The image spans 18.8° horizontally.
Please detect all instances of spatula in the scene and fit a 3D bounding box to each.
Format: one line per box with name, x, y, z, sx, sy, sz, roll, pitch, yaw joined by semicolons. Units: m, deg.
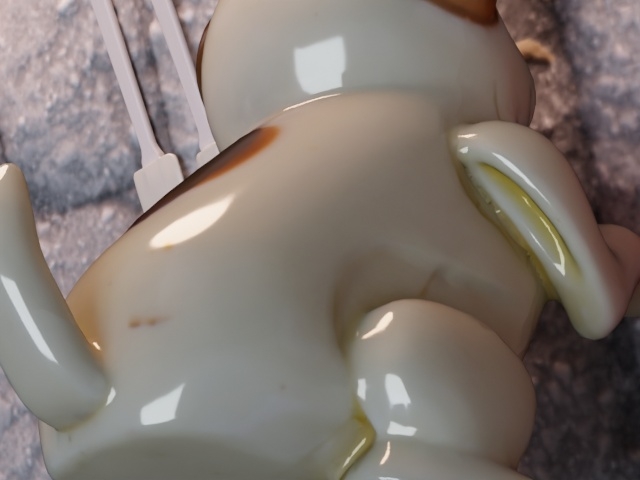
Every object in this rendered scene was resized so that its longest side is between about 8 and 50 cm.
spatula;-0.087;-0.112;1.377;0.168;0.019;0.242;-28;75;40

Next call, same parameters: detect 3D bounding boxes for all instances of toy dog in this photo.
toy dog;0.000;0.000;1.110;0.284;0.395;0.408;-45;25;51
